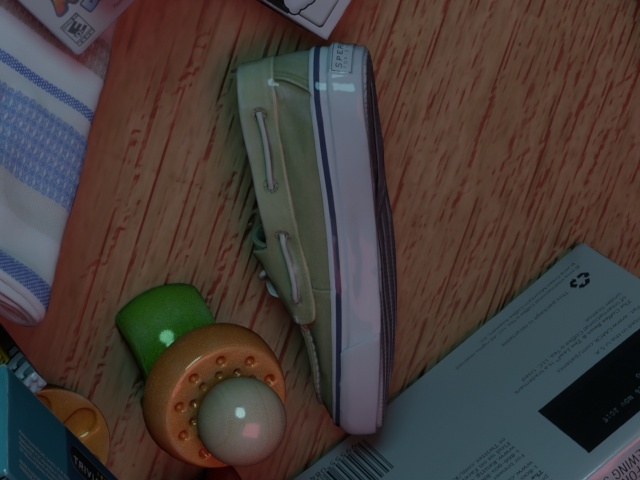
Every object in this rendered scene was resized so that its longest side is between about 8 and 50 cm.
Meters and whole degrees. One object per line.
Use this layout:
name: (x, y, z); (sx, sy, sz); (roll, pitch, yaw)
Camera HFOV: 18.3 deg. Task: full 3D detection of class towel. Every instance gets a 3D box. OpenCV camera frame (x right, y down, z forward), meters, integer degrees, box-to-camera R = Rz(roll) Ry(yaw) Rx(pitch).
towel: (-0.203, -0.112, 1.174); (0.209, 0.034, 0.285); (37, 55, -42)

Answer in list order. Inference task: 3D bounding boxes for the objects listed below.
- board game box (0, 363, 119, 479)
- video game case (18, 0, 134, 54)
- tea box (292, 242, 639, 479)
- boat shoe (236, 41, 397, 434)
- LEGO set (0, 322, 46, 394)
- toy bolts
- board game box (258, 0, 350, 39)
board game box: (-0.281, 0.214, 1.225); (0.336, 0.079, 0.254); (-18, 141, 13)
video game case: (-0.132, -0.206, 1.165); (0.157, 0.019, 0.143); (-45, 132, 1)
tea box: (0.198, 0.244, 1.527); (0.329, 0.220, 0.323); (-37, 122, -8)
boat shoe: (0.000, 0.000, 1.406); (0.094, 0.109, 0.302); (0, 116, 10)
LEGO set: (-0.327, 0.056, 1.188); (0.255, 0.192, 0.331); (-37, 122, -9)
toy bolts: (-0.108, 0.182, 1.377); (0.218, 0.158, 0.228); (-27, 121, -15)
board game box: (0.004, -0.307, 1.290); (0.193, 0.053, 0.305); (28, 96, -34)
